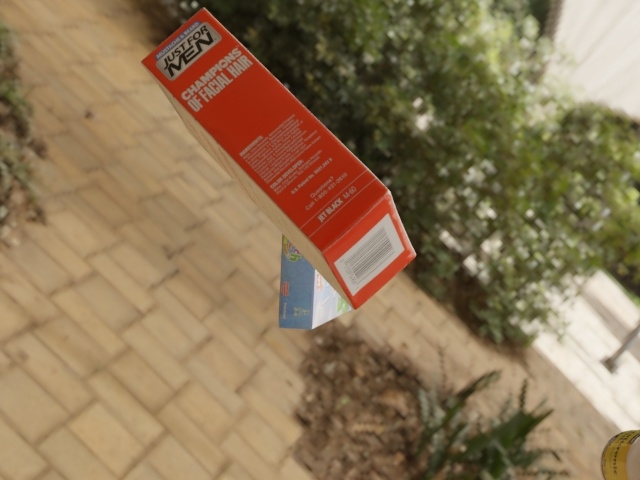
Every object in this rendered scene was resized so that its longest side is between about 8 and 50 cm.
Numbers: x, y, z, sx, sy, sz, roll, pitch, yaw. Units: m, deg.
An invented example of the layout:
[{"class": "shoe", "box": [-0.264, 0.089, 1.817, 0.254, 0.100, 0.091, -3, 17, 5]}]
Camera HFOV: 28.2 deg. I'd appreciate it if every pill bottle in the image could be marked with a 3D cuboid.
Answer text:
[{"class": "pill bottle", "box": [0.292, 0.197, 1.115, 0.065, 0.065, 0.116, 45, -11, 2]}]

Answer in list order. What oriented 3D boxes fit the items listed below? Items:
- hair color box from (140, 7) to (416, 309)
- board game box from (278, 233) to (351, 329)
[{"class": "hair color box", "box": [-0.023, -0.047, 0.728, 0.167, 0.053, 0.093, 45, -6, 25]}, {"class": "board game box", "box": [0.000, 0.000, 1.276, 0.039, 0.160, 0.211, 3, 3, 12]}]
